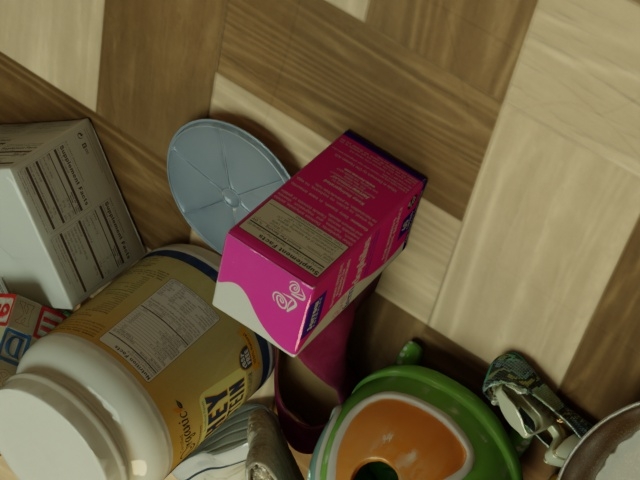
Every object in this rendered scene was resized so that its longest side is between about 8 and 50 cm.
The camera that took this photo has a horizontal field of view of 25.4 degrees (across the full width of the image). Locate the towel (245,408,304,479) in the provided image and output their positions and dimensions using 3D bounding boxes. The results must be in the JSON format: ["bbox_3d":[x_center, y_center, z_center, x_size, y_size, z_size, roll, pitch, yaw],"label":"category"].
[{"bbox_3d":[-0.026,0.355,1.733,0.049,0.187,0.282,-24,103,3],"label":"towel"}]

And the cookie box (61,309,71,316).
[{"bbox_3d":[-0.353,0.167,2.058,0.107,0.040,0.092,41,141,9],"label":"cookie box"}]

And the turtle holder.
[{"bbox_3d":[0.082,0.296,1.627,0.243,0.227,0.320,45,141,2],"label":"turtle holder"}]

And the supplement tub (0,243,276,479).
[{"bbox_3d":[-0.226,0.171,1.735,0.228,0.316,0.228,24,134,27],"label":"supplement tub"}]

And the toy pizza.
[{"bbox_3d":[-0.095,-0.057,1.660,0.201,0.032,0.201,23,134,26],"label":"toy pizza"}]

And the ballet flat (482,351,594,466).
[{"bbox_3d":[0.247,0.206,1.538,0.188,0.070,0.070,43,140,6],"label":"ballet flat"}]

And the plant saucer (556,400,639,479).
[{"bbox_3d":[0.386,0.299,1.426,0.311,0.050,0.310,5,102,26],"label":"plant saucer"}]

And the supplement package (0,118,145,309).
[{"bbox_3d":[-0.395,-0.035,1.856,0.262,0.145,0.204,1,121,42],"label":"supplement package"}]

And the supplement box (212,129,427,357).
[{"bbox_3d":[0.000,0.000,1.473,0.114,0.220,0.111,33,138,17],"label":"supplement box"}]

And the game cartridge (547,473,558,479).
[{"bbox_3d":[0.283,0.442,1.491,0.285,0.323,0.052,31,149,20],"label":"game cartridge"}]

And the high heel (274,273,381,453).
[{"bbox_3d":[-0.032,0.161,1.658,0.127,0.181,0.377,29,136,20],"label":"high heel"}]

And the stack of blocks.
[{"bbox_3d":[-0.334,0.196,1.853,0.087,0.171,0.297,1,160,42],"label":"stack of blocks"}]

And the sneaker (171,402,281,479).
[{"bbox_3d":[-0.110,0.289,1.917,0.091,0.094,0.258,40,148,-14],"label":"sneaker"}]
